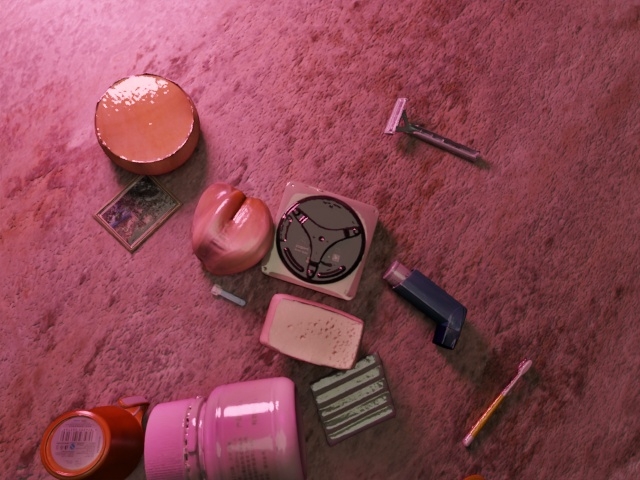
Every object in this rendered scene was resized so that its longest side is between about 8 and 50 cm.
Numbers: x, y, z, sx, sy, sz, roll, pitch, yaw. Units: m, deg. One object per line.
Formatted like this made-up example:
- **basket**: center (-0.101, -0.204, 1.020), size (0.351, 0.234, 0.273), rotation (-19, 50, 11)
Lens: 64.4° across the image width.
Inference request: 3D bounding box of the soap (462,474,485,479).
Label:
- **soap**: center (0.402, 0.670, 1.290), size (0.088, 0.045, 0.140), rotation (-24, 85, -6)

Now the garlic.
- **garlic**: center (-0.230, -0.022, 1.271), size (0.217, 0.110, 0.228), rotation (23, 85, 10)

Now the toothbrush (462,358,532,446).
- **toothbrush**: center (0.469, 0.428, 1.349), size (0.021, 0.024, 0.288), rotation (42, 81, 3)

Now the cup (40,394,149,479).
- **cup**: center (-0.481, 0.432, 1.116), size (0.182, 0.264, 0.226), rotation (39, 67, 8)

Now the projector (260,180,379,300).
- **projector**: center (0.000, 0.000, 1.322), size (0.257, 0.079, 0.259), rotation (17, 81, -2)

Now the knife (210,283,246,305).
- **knife**: center (-0.235, 0.143, 1.307), size (0.096, 0.010, 0.027), rotation (28, 79, -5)

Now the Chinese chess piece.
- **Chinese chess piece**: center (-0.438, -0.294, 1.294), size (0.257, 0.104, 0.257), rotation (2, 78, -7)

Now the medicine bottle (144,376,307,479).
- **medicine bottle**: center (-0.202, 0.454, 1.141), size (0.324, 0.256, 0.256), rotation (-9, 83, 0)

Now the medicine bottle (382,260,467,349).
- **medicine bottle**: center (0.272, 0.166, 1.332), size (0.258, 0.079, 0.124), rotation (40, 79, 0)

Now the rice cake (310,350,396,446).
- **rice cake**: center (0.085, 0.402, 1.294), size (0.198, 0.037, 0.190), rotation (-16, 83, -9)

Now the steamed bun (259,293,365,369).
- **steamed bun**: center (-0.020, 0.225, 1.243), size (0.241, 0.164, 0.147), rotation (18, 81, -6)

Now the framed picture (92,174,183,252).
- **framed picture**: center (-0.470, -0.080, 1.309), size (0.142, 0.011, 0.183), rotation (44, 79, 1)

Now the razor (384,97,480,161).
- **razor**: center (0.318, -0.289, 1.426), size (0.277, 0.056, 0.111), rotation (24, 81, -10)
